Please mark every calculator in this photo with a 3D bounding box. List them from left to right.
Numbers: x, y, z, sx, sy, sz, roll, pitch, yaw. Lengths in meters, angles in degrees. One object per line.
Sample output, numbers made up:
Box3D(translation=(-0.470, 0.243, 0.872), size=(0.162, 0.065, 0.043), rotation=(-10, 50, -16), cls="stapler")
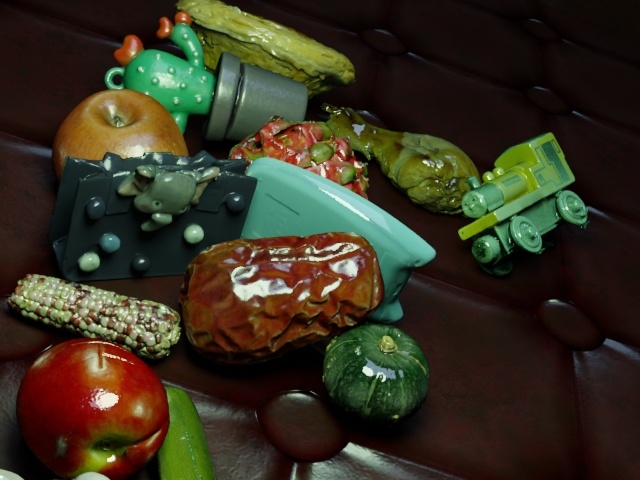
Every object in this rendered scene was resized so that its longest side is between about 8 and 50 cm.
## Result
Box3D(translation=(0.000, 0.000, 1.795), size=(0.386, 0.256, 0.054), rotation=(31, 45, 8), cls="calculator")

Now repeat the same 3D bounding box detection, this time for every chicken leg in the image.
Box3D(translation=(0.172, -0.193, 2.247), size=(0.429, 0.153, 0.201), rotation=(30, 24, 24), cls="chicken leg")

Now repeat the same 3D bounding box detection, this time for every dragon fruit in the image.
Box3D(translation=(-0.046, -0.116, 1.940), size=(0.302, 0.237, 0.231), rotation=(15, 31, -23), cls="dragon fruit")

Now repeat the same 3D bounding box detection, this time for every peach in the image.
Box3D(translation=(-0.317, 0.232, 1.395), size=(0.196, 0.190, 0.226), rotation=(-32, 34, -9), cls="peach")

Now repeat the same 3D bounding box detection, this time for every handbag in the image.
Box3D(translation=(-0.280, -0.048, 1.701), size=(0.325, 0.269, 0.118), rotation=(-4, 45, -30), cls="handbag")

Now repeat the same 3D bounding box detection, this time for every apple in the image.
Box3D(translation=(-0.369, -0.158, 1.855), size=(0.251, 0.206, 0.272), rotation=(5, 40, -16), cls="apple")

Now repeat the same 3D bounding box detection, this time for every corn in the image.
Box3D(translation=(-0.359, 0.115, 1.602), size=(0.280, 0.092, 0.092), rotation=(18, 36, -2), cls="corn")

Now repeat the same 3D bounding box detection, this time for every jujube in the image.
Box3D(translation=(-0.062, 0.087, 1.648), size=(0.342, 0.216, 0.216), rotation=(-11, 44, -12), cls="jujube")

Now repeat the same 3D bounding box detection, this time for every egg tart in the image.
Box3D(translation=(-0.142, -0.415, 2.259), size=(0.443, 0.178, 0.443), rotation=(22, 11, -4), cls="egg tart")

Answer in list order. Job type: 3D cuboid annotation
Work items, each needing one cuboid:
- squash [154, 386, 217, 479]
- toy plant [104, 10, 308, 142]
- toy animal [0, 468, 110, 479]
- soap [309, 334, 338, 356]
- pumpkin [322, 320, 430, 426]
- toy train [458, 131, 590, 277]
Box3D(translation=(-0.188, 0.337, 1.407), size=(0.087, 0.087, 0.331), rotation=(4, 36, -23), cls="squash")
Box3D(translation=(-0.239, -0.289, 2.032), size=(0.400, 0.280, 0.185), rotation=(13, 28, -15), cls="toy plant")
Box3D(translation=(-0.300, 0.389, 1.234), size=(0.325, 0.154, 0.209), rotation=(7, 50, 4), cls="toy animal")
Box3D(translation=(-0.008, 0.135, 1.787), size=(0.149, 0.056, 0.100), rotation=(35, 35, 17), cls="soap")
Box3D(translation=(0.093, 0.219, 1.652), size=(0.190, 0.146, 0.190), rotation=(10, 16, -3), cls="pumpkin")
Box3D(translation=(0.419, -0.076, 2.133), size=(0.369, 0.150, 0.237), rotation=(-24, 85, -45), cls="toy train")
